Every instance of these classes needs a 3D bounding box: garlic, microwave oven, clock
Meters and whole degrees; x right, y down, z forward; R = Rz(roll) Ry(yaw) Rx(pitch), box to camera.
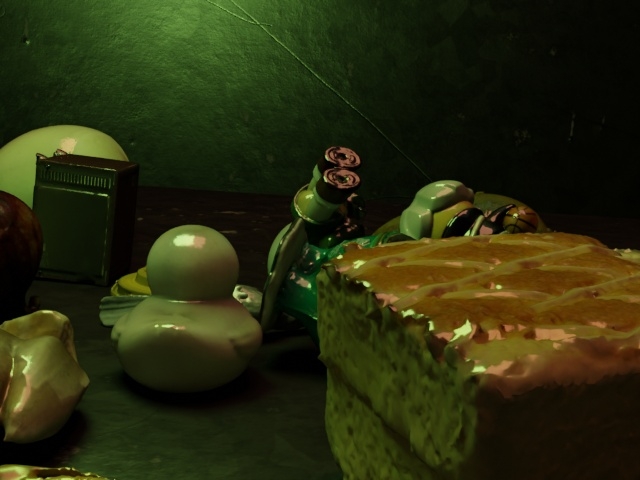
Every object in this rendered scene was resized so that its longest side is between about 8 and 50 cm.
[{"bbox_3d":[-0.416,0.160,1.106,0.278,0.132,0.325,-3,4,6],"label":"garlic"},{"bbox_3d":[-0.473,-0.047,1.924,0.178,0.248,0.188,8,11,1],"label":"microwave oven"},{"bbox_3d":[-0.277,0.082,1.807,0.236,0.057,0.237,4,11,-1],"label":"clock"}]

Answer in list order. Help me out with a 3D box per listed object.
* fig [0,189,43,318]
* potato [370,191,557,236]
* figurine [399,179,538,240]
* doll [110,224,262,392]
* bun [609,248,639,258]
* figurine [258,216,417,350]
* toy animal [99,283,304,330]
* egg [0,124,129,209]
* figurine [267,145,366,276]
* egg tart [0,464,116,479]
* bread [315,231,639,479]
[{"bbox_3d":[-0.551,0.031,1.536,0.235,0.235,0.214,-7,52,-49],"label":"fig"},{"bbox_3d":[0.252,0.035,1.749,0.359,0.219,0.270,5,49,22],"label":"potato"},{"bbox_3d":[0.243,-0.006,1.563,0.236,0.176,0.133,32,-9,28],"label":"figurine"},{"bbox_3d":[-0.184,0.089,1.344,0.221,0.221,0.251,6,19,8],"label":"doll"},{"bbox_3d":[0.495,0.137,1.520,0.287,0.146,0.287,5,34,-3],"label":"bun"},{"bbox_3d":[0.096,0.101,1.445,0.339,0.232,0.324,17,30,10],"label":"figurine"},{"bbox_3d":[-0.168,0.103,1.547,0.366,0.081,0.206,4,-23,-13],"label":"toy animal"},{"bbox_3d":[-0.605,-0.120,2.187,0.344,0.283,0.283,-6,8,12],"label":"egg"},{"bbox_3d":[0.000,0.000,1.699,0.167,0.370,0.281,7,49,-8],"label":"figurine"},{"bbox_3d":[-0.224,0.250,0.760,0.278,0.095,0.279,3,8,0],"label":"egg tart"},{"bbox_3d":[0.213,0.158,0.951,0.389,0.280,0.371,0,13,-24],"label":"bread"}]
